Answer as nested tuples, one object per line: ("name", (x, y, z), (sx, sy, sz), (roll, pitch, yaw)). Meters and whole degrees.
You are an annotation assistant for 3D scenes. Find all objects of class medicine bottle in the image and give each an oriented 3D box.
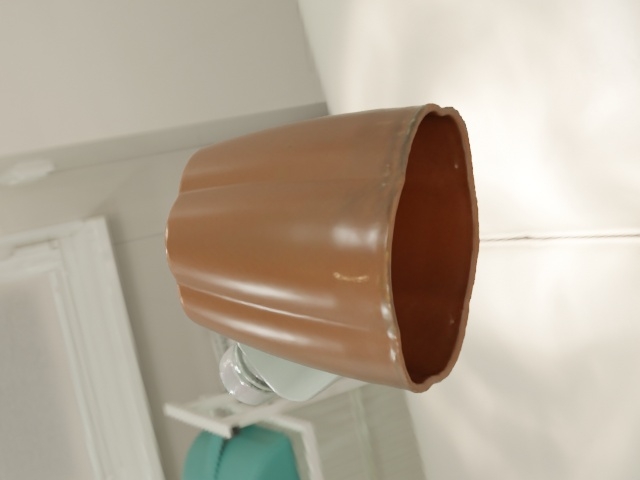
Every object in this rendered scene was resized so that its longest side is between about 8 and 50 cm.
("medicine bottle", (-0.022, 0.084, 0.902), (0.119, 0.069, 0.183), (51, 129, 8))

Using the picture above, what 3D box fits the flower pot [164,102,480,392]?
("flower pot", (0.000, 0.000, 0.649), (0.173, 0.190, 0.190), (3, 108, 22))
